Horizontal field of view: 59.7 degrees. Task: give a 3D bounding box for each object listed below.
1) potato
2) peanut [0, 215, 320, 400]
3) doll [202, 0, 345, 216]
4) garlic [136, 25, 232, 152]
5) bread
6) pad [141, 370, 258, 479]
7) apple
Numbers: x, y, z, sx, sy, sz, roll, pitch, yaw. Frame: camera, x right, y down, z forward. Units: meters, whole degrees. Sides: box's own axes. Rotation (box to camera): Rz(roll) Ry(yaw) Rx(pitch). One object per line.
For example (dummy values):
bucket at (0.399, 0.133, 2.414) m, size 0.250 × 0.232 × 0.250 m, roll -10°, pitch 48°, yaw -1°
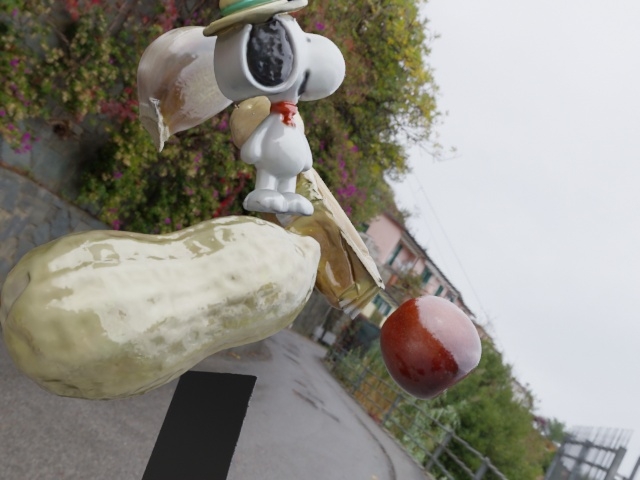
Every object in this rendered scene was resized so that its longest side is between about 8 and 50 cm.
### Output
potato at (-0.124, -0.252, 1.233) m, size 0.128 × 0.161 × 0.234 m, roll 53°, pitch 9°, yaw -35°
peanut at (-0.104, 0.043, 0.423) m, size 0.124 × 0.123 × 0.257 m, roll 25°, pitch 23°, yaw 36°
doll at (-0.064, -0.174, 0.701) m, size 0.208 × 0.271 × 0.144 m, roll 25°, pitch -12°, yaw -34°
garlic at (-0.180, -0.275, 0.901) m, size 0.128 × 0.267 × 0.148 m, roll 51°, pitch -31°, yaw 21°
bread at (0.000, 0.000, 0.881) m, size 0.241 × 0.107 × 0.136 m, roll 53°, pitch 8°, yaw -30°
pad at (-0.244, 0.398, 1.079) m, size 0.202 × 0.299 × 0.005 m, roll -3°, pitch -35°, yaw 29°
apple at (0.242, 0.237, 1.240) m, size 0.201 × 0.218 × 0.218 m, roll 50°, pitch -1°, yaw 28°
